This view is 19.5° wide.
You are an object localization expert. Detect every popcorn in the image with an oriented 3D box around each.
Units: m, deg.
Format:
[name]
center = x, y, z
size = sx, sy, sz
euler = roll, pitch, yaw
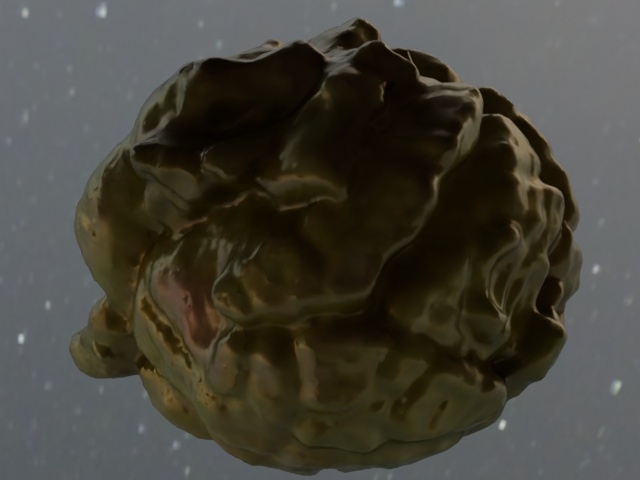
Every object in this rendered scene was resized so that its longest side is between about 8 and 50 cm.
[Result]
[popcorn]
center = 0.000, 0.000, 0.906
size = 0.259, 0.212, 0.259
euler = -1, -139, 1
